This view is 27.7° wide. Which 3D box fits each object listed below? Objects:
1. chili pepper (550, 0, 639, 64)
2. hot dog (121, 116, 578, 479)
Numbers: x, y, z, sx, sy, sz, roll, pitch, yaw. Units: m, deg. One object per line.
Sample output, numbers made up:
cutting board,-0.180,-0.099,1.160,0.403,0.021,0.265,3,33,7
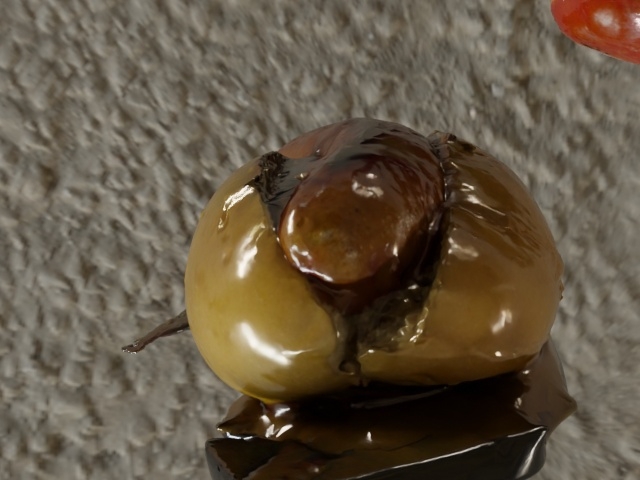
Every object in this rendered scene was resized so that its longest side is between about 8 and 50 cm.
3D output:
chili pepper,0.146,-0.124,0.595,0.192,0.086,0.084,18,100,1
hot dog,0.006,0.000,0.582,0.194,0.326,0.107,-10,106,-13
